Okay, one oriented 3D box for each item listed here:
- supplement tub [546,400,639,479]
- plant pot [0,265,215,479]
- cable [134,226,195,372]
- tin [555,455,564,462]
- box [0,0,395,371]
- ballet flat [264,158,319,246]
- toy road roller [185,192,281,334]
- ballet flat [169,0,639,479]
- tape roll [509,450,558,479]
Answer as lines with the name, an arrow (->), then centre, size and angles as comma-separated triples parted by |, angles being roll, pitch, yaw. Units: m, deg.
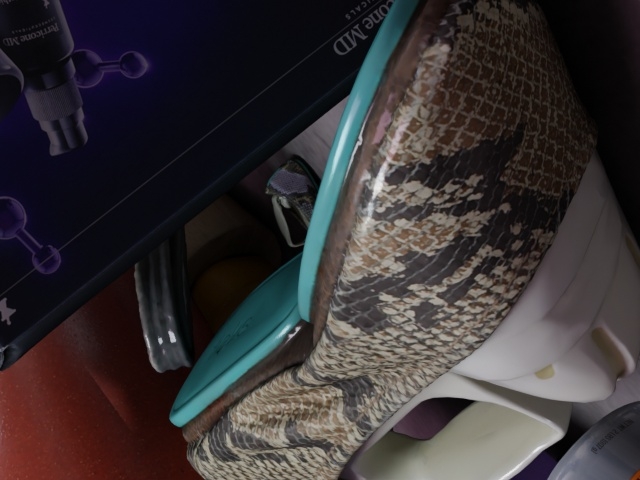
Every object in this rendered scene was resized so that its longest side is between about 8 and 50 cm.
supplement tub -> 0.201, 0.167, 0.745 | 0.190, 0.117, 0.117 | 34, 157, 44
plant pot -> -0.144, 0.158, 1.060 | 0.265, 0.272, 0.272 | 63, 168, 16
cable -> -0.124, -0.053, 1.016 | 0.139, 0.072, 0.287 | 104, 162, -80
tin -> 0.206, 0.212, 0.980 | 0.189, 0.040, 0.106 | 47, 168, 14
box -> -0.099, -0.094, 0.712 | 0.184, 0.261, 0.103 | 51, 164, -3
ballet flat -> 0.000, 0.000, 1.055 | 0.114, 0.041, 0.041 | 54, 164, -13
toy road roller -> -0.100, 0.086, 1.323 | 0.202, 0.241, 0.329 | 40, 123, 34
ballet flat -> 0.055, 0.036, 0.773 | 0.182, 0.164, 0.483 | 31, 151, 0
tape roll -> 0.118, 0.265, 0.978 | 0.275, 0.090, 0.274 | 165, 90, -75
